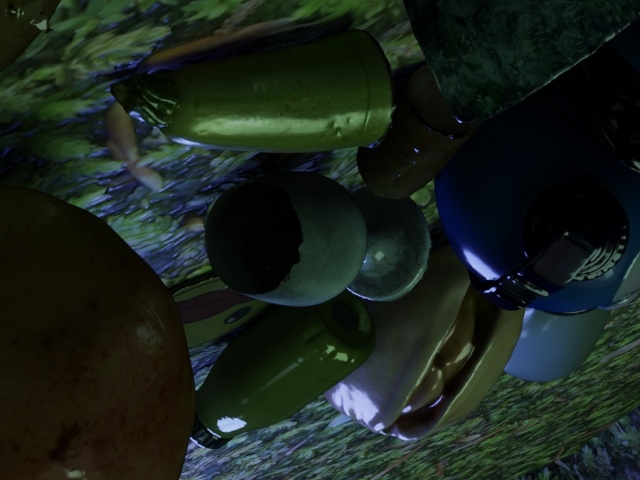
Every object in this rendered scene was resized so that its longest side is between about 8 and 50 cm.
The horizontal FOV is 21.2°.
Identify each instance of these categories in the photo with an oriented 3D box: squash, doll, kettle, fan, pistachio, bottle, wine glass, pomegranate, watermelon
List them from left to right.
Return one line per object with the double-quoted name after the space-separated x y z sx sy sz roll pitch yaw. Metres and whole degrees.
-0.260 0.119 1.202 0.338 0.338 0.338 -24 162 -8 "pomegranate"
-0.111 0.059 1.766 0.230 0.011 0.335 -14 159 -35 "fan"
-0.055 -0.110 1.280 0.224 0.094 0.094 -5 154 -32 "squash"
-0.057 0.149 1.932 0.260 0.112 0.112 -39 159 33 "bottle"
0.000 0.000 1.575 0.126 0.126 0.241 -35 164 24 "wine glass"
0.121 0.117 1.988 0.193 0.214 0.318 21 132 -22 "pistachio"
0.255 0.062 2.101 0.221 0.161 0.236 6 159 0 "kettle"
0.181 -0.222 1.262 0.318 0.148 0.226 -36 -177 -16 "watermelon"
0.244 -0.070 1.566 0.310 0.240 0.284 -54 -169 27 "doll"

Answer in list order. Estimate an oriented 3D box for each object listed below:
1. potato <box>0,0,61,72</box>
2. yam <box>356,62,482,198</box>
-0.253 -0.111 0.874 0.296 0.141 0.191 -30 165 1 "potato"
0.087 -0.097 1.507 0.084 0.084 0.127 -16 164 -31 "yam"
